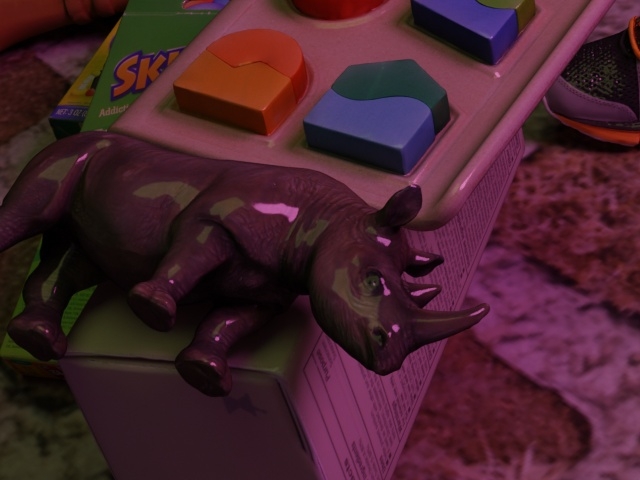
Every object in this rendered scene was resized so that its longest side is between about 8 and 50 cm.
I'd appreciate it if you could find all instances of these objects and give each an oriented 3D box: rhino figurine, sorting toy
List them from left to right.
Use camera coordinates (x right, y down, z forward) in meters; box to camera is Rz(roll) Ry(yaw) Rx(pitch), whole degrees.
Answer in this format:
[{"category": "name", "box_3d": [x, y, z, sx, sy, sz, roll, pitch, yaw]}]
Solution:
[{"category": "rhino figurine", "box_3d": [-0.040, 0.007, 0.747, 0.243, 0.073, 0.106, 10, 50, 27]}, {"category": "sorting toy", "box_3d": [0.021, -0.096, 0.866, 0.208, 0.038, 0.193, 15, 50, 32]}]

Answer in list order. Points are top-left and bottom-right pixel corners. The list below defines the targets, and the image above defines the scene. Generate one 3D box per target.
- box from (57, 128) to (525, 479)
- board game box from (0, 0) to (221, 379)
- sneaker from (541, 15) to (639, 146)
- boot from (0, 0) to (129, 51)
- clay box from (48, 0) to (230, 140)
[{"category": "box", "box_3d": [0.000, 0.000, 0.906, 0.121, 0.148, 0.311, 4, 44, 25]}, {"category": "board game box", "box_3d": [-0.088, -0.038, 1.010, 0.124, 0.039, 0.259, 4, 65, 24]}, {"category": "sneaker", "box_3d": [0.229, -0.117, 1.001, 0.215, 0.083, 0.084, -12, 42, 9]}, {"category": "boot", "box_3d": [-0.190, -0.168, 1.225, 0.152, 0.073, 0.197, 8, 49, 22]}, {"category": "clay box", "box_3d": [-0.070, -0.130, 1.147, 0.127, 0.053, 0.222, 6, 47, 24]}]
